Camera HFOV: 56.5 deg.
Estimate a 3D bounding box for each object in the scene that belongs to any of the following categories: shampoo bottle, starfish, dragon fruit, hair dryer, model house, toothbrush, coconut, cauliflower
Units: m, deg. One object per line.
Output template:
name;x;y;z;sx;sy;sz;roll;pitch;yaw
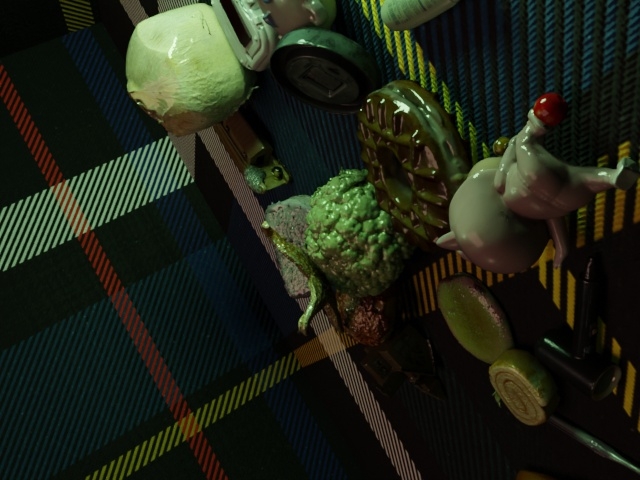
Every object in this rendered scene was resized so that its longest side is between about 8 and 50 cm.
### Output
shampoo bottle;0.160;-0.373;0.910;0.212;0.049;0.072;13;125;67
starfish;-0.028;0.100;1.400;0.375;0.094;0.327;57;-171;-18
dragon fruit;0.000;0.000;1.661;0.221;0.204;0.283;-23;85;42
hair dryer;0.414;0.125;0.957;0.128;0.069;0.256;36;142;53
model house;0.244;0.364;1.615;0.248;0.176;0.181;46;162;-5
toothbrush;0.511;0.383;1.106;0.354;0.024;0.029;27;150;58
coconut;-0.382;-0.477;1.699;0.346;0.360;0.346;49;156;32
cauliflower;0.091;-0.029;1.363;0.272;0.275;0.250;41;-160;-7

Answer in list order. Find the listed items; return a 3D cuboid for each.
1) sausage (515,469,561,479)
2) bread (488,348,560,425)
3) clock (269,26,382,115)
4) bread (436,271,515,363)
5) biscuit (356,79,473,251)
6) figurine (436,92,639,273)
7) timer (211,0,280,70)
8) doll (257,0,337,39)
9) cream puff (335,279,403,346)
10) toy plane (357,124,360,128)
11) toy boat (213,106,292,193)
sausage;0.507;0.558;1.272;0.089;0.083;0.300;49;162;-1
bread;0.398;0.288;1.162;0.149;0.073;0.122;53;150;5
clock;0.010;-0.329;1.173;0.225;0.049;0.226;18;163;6
bread;0.325;0.170;1.276;0.228;0.033;0.228;51;160;28
biscuit;0.171;-0.133;1.094;0.332;0.103;0.332;59;166;25
figurine;0.302;-0.069;0.868;0.287;0.176;0.186;119;164;-51
timer;-0.184;-0.562;1.483;0.262;0.087;0.237;63;161;-6
doll;-0.101;-0.517;1.171;0.366;0.187;0.376;52;160;28
cream puff;0.122;0.159;1.544;0.240;0.163;0.240;175;90;-69
toy plane;0.105;-0.226;1.288;0.083;0.033;0.080;54;171;20
toy boat;-0.258;-0.335;1.939;0.446;0.135;0.162;55;156;20
